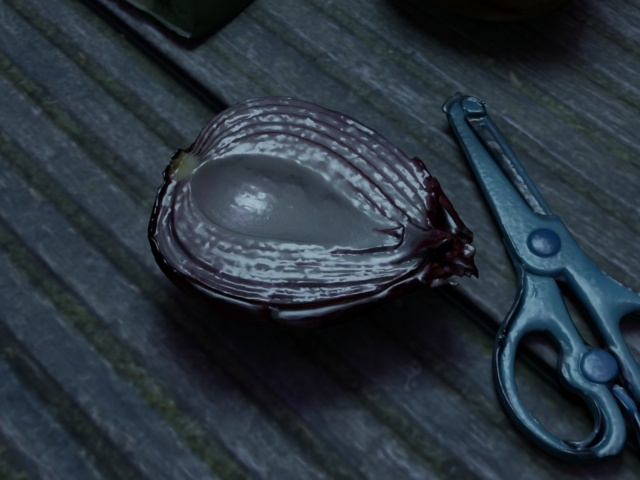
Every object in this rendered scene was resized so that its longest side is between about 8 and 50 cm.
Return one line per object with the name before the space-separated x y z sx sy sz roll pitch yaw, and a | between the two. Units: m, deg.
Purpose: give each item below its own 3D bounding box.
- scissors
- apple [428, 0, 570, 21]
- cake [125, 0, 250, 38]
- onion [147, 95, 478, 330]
scissors | 0.198 0.016 0.820 0.180 0.032 0.393 -17 60 -9
apple | 0.175 -0.361 0.927 0.264 0.264 0.264 -1 58 1
cake | -0.123 -0.390 0.949 0.158 0.284 0.172 34 48 20
onion | 0.000 0.000 0.781 0.283 0.120 0.227 20 58 17
